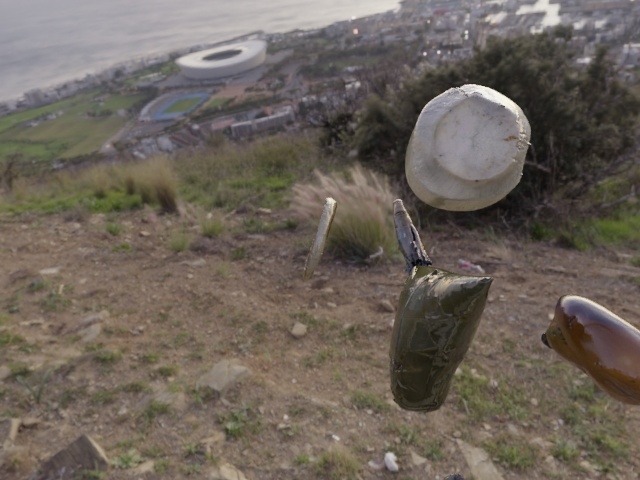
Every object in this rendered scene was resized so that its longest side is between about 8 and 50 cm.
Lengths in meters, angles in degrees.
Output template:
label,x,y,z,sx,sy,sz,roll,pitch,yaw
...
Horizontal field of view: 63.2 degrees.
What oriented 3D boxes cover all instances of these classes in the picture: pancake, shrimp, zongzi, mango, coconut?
label,x,y,z,sx,sy,sz,roll,pitch,yaw
pancake,-0.001,-0.001,0.885,0.025,0.151,0.151,17,35,0
shrimp,0.262,0.018,1.521,0.075,0.178,0.289,-24,60,9
zongzi,0.270,0.238,1.171,0.174,0.355,0.393,11,-2,-6
mango,0.635,0.242,1.159,0.152,0.201,0.287,-51,49,5
coconut,0.293,-0.181,1.064,0.245,0.244,0.247,-9,-2,3

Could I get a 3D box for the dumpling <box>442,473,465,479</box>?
label,x,y,z,sx,sy,sz,roll,pitch,yaw
dumpling,0.168,0.534,0.816,0.166,0.086,0.332,41,93,14
